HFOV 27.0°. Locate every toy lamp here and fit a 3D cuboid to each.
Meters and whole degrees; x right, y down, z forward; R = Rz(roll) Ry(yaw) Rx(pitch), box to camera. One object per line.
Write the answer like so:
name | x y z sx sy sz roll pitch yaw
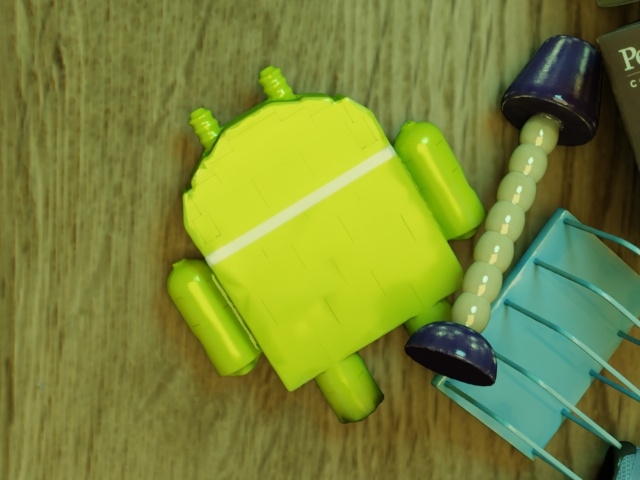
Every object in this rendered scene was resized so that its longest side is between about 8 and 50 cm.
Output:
toy lamp | 0.146 -0.028 1.001 0.080 0.080 0.275 25 75 -7

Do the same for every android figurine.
android figurine | 0.000 0.000 1.032 0.248 0.056 0.273 -33 101 0

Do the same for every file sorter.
file sorter | 0.194 0.085 1.012 0.118 0.104 0.170 38 87 -25

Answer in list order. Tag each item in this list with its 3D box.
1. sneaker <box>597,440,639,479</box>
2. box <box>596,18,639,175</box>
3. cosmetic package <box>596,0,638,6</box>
sneaker | 0.158 0.286 1.057 0.330 0.130 0.147 -41 87 -6
box | 0.322 -0.084 0.964 0.168 0.167 0.203 -17 95 26
cosmetic package | 0.359 -0.267 0.983 0.309 0.160 0.113 -16 98 -2
